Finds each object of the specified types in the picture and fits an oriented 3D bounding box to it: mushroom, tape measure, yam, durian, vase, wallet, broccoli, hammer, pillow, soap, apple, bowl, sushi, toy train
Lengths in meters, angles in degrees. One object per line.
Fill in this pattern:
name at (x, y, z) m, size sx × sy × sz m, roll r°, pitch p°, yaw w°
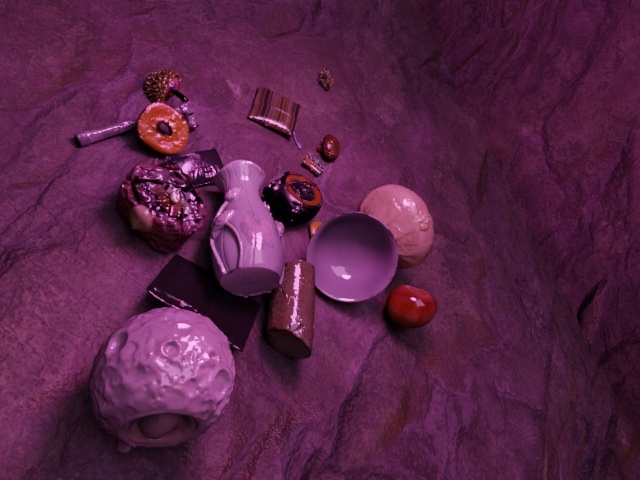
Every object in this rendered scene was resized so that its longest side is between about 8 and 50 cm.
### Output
mushroom at (0.046, -0.428, 1.926) m, size 0.109 × 0.085 × 0.126 m, roll 17°, pitch 61°, yaw -29°
tape measure at (-0.096, -0.166, 1.641) m, size 0.202 × 0.135 × 0.223 m, roll 49°, pitch 41°, yaw 9°
yam at (-0.095, 0.227, 1.400) m, size 0.168 × 0.168 × 0.304 m, roll 21°, pitch 54°, yaw -26°
durian at (-0.580, -0.595, 1.550) m, size 0.119 × 0.108 × 0.186 m, roll 33°, pitch 50°, yaw -18°
vase at (-0.251, -0.053, 1.390) m, size 0.250 × 0.250 × 0.445 m, roll 10°, pitch 53°, yaw -32°
wallet at (-0.341, 0.179, 1.264) m, size 0.323 × 0.041 × 0.247 m, roll 32°, pitch 24°, yaw -10°
broccoli at (0.033, -0.833, 2.146) m, size 0.095 × 0.092 × 0.097 m, roll 33°, pitch 67°, yaw 0°
hammer at (-0.618, -0.398, 1.436) m, size 0.427 × 0.044 × 0.152 m, roll -37°, pitch 119°, yaw -36°
pillow at (-0.197, -0.572, 1.850) m, size 0.212 × 0.052 × 0.208 m, roll 21°, pitch 55°, yaw -18°
soap at (0.000, 0.000, 1.684) m, size 0.089 × 0.033 × 0.168 m, roll 6°, pitch 63°, yaw -34°
apple at (0.359, 0.271, 1.683) m, size 0.201 × 0.201 × 0.162 m, roll 12°, pitch 103°, yaw -31°
bowl at (0.114, 0.054, 1.615) m, size 0.345 × 0.345 × 0.157 m, roll 44°, pitch 4°, yaw -8°
sushi at (-0.488, -0.103, 1.297) m, size 0.270 × 0.171 × 0.236 m, roll 54°, pitch 47°, yaw -5°
toy train at (-0.030, -0.328, 1.843) m, size 0.103 × 0.044 × 0.064 m, roll 38°, pitch 52°, yaw -9°
pillow at (-0.439, -0.258, 1.497) m, size 0.208 × 0.055 × 0.141 m, roll -20°, pitch 84°, yaw -41°

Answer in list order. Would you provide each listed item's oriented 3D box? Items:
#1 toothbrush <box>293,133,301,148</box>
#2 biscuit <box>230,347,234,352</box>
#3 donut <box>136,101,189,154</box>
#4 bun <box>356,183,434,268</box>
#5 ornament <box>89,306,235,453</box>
toothbrush at (-0.126, -0.496, 1.888) m, size 0.019 × 0.013 × 0.193 m, roll -9°, pitch 71°, yaw -46°
biscuit at (-0.332, 0.270, 1.280) m, size 0.192 × 0.049 × 0.192 m, roll 19°, pitch 48°, yaw -23°
donut at (-0.545, -0.382, 1.441) m, size 0.178 × 0.066 × 0.162 m, roll 46°, pitch 69°, yaw -38°
bun at (0.276, -0.039, 1.717) m, size 0.202 × 0.364 × 0.364 m, roll -29°, pitch 84°, yaw -31°
ornament at (-0.380, 0.322, 1.029) m, size 0.337 × 0.337 × 0.336 m, roll 17°, pitch 56°, yaw -28°
